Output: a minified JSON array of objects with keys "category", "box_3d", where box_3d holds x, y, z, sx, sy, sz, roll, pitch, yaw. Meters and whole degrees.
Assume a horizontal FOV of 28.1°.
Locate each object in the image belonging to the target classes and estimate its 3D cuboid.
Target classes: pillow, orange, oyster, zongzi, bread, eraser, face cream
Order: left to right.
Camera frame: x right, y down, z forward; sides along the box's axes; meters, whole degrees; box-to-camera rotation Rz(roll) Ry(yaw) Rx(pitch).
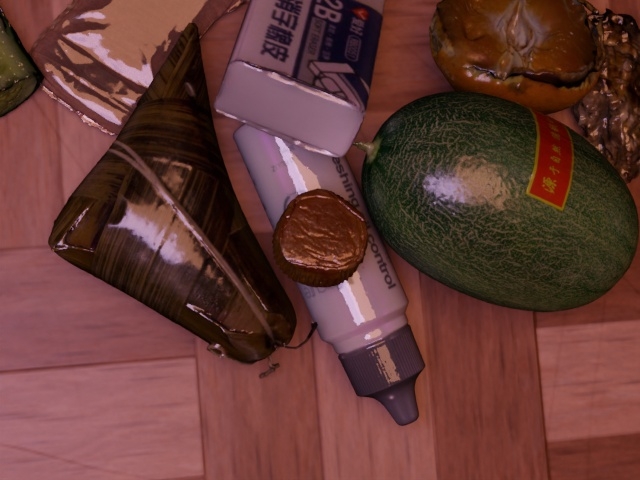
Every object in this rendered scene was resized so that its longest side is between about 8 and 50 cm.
[{"category":"pillow","box_3d":[-0.170,-0.204,1.192,0.135,0.034,0.211,37,81,-9]},{"category":"zongzi","box_3d":[-0.082,-0.032,1.146,0.247,0.111,0.241,33,88,-6]},{"category":"eraser","box_3d":[-0.012,-0.175,1.145,0.124,0.068,0.210,19,40,-7]},{"category":"bread","box_3d":[0.000,0.000,1.106,0.085,0.053,0.085,2,73,-5]},{"category":"face cream","box_3d":[0.019,0.025,1.177,0.092,0.092,0.311,-22,90,-12]},{"category":"orange","box_3d":[0.184,-0.177,1.214,0.160,0.112,0.170,-21,47,-16]},{"category":"oyster","box_3d":[0.293,-0.143,1.265,0.105,0.056,0.177,9,79,-17]}]

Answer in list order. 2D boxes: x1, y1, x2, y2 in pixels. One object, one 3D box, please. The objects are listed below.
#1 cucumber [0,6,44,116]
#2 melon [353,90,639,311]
[{"category":"cucumber","box_3d":[-0.339,-0.210,1.154,0.078,0.062,0.211,-31,84,-29]},{"category":"melon","box_3d":[0.155,-0.037,1.156,0.287,0.182,0.182,20,81,-21]}]
